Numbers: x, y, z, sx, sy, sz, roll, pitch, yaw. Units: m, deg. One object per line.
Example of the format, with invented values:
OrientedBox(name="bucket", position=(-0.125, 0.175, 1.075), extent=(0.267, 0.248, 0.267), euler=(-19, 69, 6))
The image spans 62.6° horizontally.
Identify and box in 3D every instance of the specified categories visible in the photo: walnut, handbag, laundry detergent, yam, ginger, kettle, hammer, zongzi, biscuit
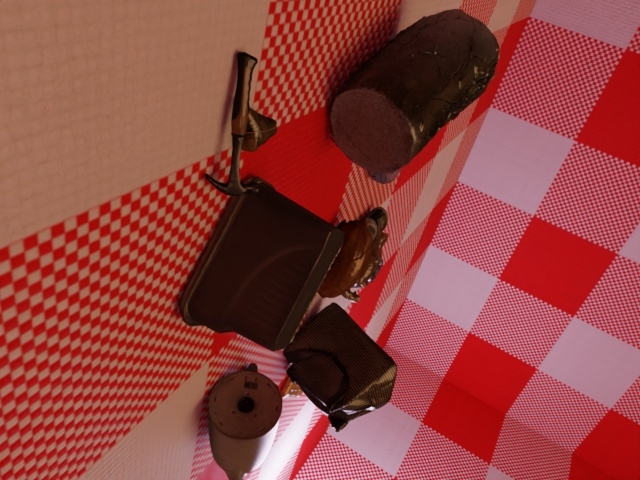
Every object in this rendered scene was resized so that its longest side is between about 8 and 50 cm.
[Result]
OrientedBox(name="walnut", position=(0.062, 0.049, 1.405), extent=(0.245, 0.137, 0.137), euler=(-56, 164, 11))
OrientedBox(name="handbag", position=(0.047, 0.392, 1.612), extent=(0.240, 0.340, 0.247), euler=(-34, 150, -24))
OrientedBox(name="laundry detergent", position=(0.132, -0.020, 1.614), extent=(0.225, 0.070, 0.099), euler=(-40, 161, -48))
OrientedBox(name="yam", position=(0.186, -0.299, 1.073), extent=(0.348, 0.240, 0.241), euler=(-45, 157, -32))
OrientedBox(name="ginger", position=(0.135, 0.068, 1.697), extent=(0.149, 0.065, 0.259), euler=(42, 78, -42))
OrientedBox(name="kettle", position=(-0.180, 0.424, 1.268), extent=(0.255, 0.165, 0.241), euler=(101, -4, -46))
OrientedBox(name="hammer", position=(-0.116, -0.155, 0.726), extent=(0.078, 0.021, 0.201), euler=(-2, 119, -22))
OrientedBox(name="zongzi", position=(-0.095, -0.182, 0.774), extent=(0.076, 0.040, 0.083), euler=(-54, 145, -46))
OrientedBox(name="biscuit", position=(-0.070, 0.489, 1.871), extent=(0.160, 0.030, 0.250), euler=(-59, 163, -9))

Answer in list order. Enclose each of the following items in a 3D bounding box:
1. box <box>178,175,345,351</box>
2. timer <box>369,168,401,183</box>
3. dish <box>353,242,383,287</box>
OrientedBox(name="box", position=(-0.095, 0.052, 0.878), extent=(0.274, 0.178, 0.138), euler=(-64, 163, 3))
OrientedBox(name="timer", position=(0.204, -0.263, 1.451), extent=(0.209, 0.069, 0.191), euler=(-58, 160, -9))
OrientedBox(name="dish", position=(0.156, 0.098, 1.833), extent=(0.228, 0.086, 0.236), euler=(-54, 161, -24))
